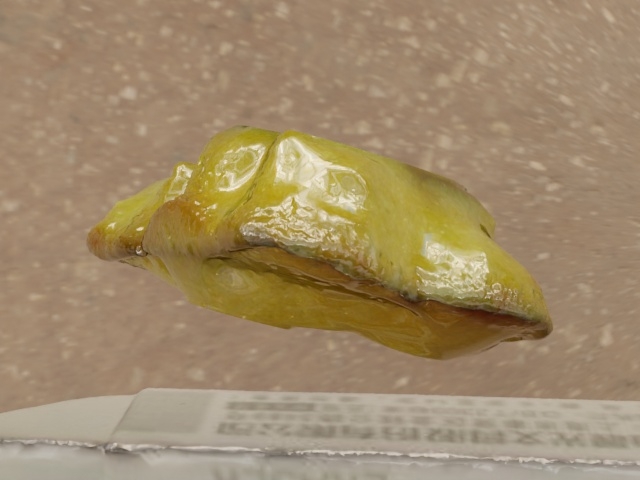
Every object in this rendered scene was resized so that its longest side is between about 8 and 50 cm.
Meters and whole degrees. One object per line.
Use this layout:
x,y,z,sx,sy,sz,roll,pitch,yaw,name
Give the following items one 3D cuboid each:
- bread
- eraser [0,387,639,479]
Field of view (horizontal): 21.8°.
0.000,0.000,0.757,0.160,0.233,0.088,10,90,-25,bread
0.057,0.094,0.491,0.351,0.061,0.089,1,101,5,eraser
